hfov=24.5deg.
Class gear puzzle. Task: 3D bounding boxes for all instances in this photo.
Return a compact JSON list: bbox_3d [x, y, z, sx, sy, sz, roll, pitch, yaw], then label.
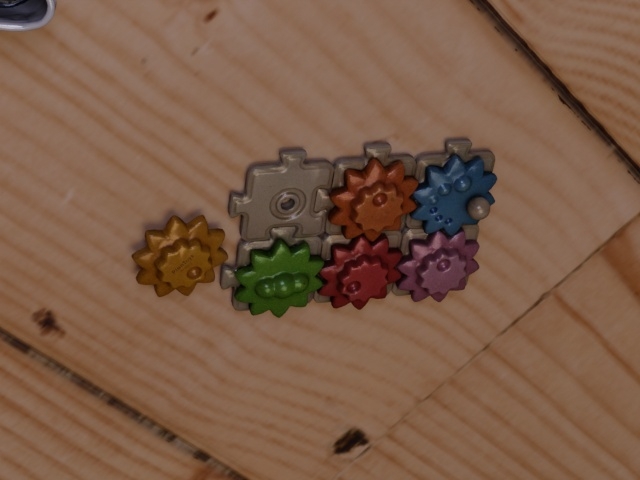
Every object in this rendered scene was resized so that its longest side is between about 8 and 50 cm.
[{"bbox_3d":[0.000,0.000,1.317,0.339,0.044,0.175,-5,127,-19],"label":"gear puzzle"}]

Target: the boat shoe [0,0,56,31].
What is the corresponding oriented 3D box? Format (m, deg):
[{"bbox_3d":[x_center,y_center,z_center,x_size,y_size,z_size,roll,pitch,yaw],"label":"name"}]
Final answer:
[{"bbox_3d":[-0.307,-0.202,1.006,0.268,0.088,0.096,18,117,-32],"label":"boat shoe"}]
